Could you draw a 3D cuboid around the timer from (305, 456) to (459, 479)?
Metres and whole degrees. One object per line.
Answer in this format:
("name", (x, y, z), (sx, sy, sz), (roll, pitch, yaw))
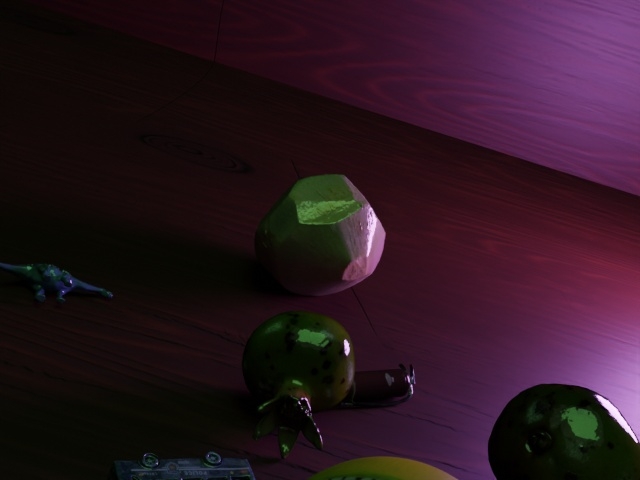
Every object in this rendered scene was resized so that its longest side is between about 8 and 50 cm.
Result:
("timer", (0.071, 0.320, 0.857), (0.285, 0.285, 0.285), (15, 23, -7))

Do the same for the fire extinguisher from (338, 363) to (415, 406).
("fire extinguisher", (0.083, 0.216, 1.367), (0.158, 0.043, 0.064), (2, 58, -33))

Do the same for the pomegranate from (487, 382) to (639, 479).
("pomegranate", (0.339, 0.296, 1.230), (0.248, 0.202, 0.202), (39, 3, -45))

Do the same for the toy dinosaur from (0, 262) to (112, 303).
("toy dinosaur", (-0.403, 0.059, 1.357), (0.197, 0.045, 0.080), (18, 9, -19))

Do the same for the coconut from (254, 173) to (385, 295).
("coconut", (0.000, 0.000, 1.598), (0.236, 0.197, 0.237), (7, 32, -4))

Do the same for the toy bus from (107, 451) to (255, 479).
("toy bus", (-0.155, 0.279, 1.041), (0.165, 0.047, 0.065), (5, 30, -29))

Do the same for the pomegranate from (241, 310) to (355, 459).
("pomegranate", (-0.033, 0.193, 1.238), (0.156, 0.156, 0.220), (15, 54, -8))
